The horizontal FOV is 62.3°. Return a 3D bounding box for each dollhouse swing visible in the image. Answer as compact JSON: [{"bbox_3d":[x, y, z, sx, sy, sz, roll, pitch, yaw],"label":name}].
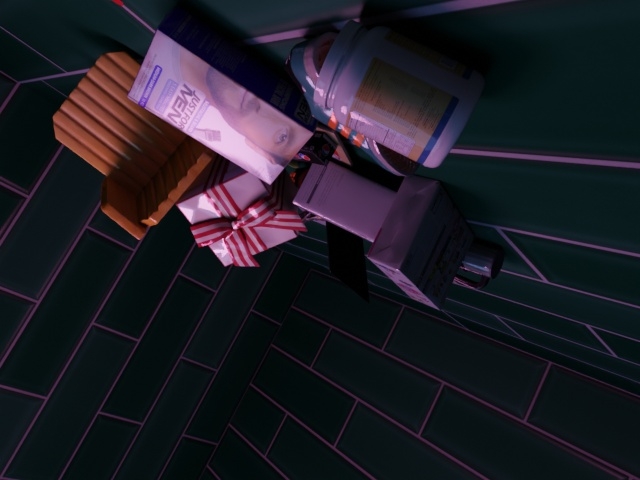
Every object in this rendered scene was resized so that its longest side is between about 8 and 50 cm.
[{"bbox_3d":[-0.477,-0.263,1.325,0.305,0.347,0.315,38,-171,-32],"label":"dollhouse swing"}]

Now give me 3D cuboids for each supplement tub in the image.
[{"bbox_3d":[0.106,-0.204,0.734,0.200,0.144,0.144,28,171,4],"label":"supplement tub"}]

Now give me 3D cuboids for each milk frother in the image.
[{"bbox_3d":[0.430,0.053,1.448,0.135,0.129,0.143,22,-147,35],"label":"milk frother"}]

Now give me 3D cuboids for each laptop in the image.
[{"bbox_3d":[0.000,0.000,1.925,0.408,0.236,0.382,22,169,31],"label":"laptop"}]

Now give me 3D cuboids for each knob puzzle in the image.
[{"bbox_3d":[-0.021,-0.248,1.241,0.213,0.029,0.213,27,172,4],"label":"knob puzzle"}]

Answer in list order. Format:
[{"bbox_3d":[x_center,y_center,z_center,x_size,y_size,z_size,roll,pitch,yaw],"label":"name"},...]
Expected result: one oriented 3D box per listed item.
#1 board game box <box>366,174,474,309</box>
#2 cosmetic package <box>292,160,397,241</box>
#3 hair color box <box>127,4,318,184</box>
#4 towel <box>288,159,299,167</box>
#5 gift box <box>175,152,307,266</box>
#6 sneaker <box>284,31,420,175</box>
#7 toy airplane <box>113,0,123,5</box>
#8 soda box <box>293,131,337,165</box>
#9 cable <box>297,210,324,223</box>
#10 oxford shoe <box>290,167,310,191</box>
[{"bbox_3d":[0.252,0.013,1.278,0.098,0.223,0.303,20,168,37],"label":"board game box"},{"bbox_3d":[0.078,-0.095,1.364,0.225,0.138,0.224,28,-178,10],"label":"cosmetic package"},{"bbox_3d":[-0.188,-0.279,1.065,0.339,0.110,0.185,29,136,-18],"label":"hair color box"},{"bbox_3d":[-0.103,-0.259,1.469,0.102,0.021,0.237,24,171,0],"label":"towel"},{"bbox_3d":[-0.185,-0.093,1.386,0.276,0.255,0.258,53,-159,-29],"label":"gift box"},{"bbox_3d":[0.061,-0.225,0.907,0.302,0.108,0.121,43,165,-32],"label":"sneaker"},{"bbox_3d":[-0.418,-0.500,1.001,0.151,0.028,0.151,29,171,5],"label":"toy airplane"},{"bbox_3d":[-0.045,-0.217,1.211,0.169,0.053,0.060,20,169,44],"label":"soda box"},{"bbox_3d":[-0.026,-0.091,1.577,0.288,0.139,0.072,-13,145,23],"label":"cable"},{"bbox_3d":[-0.063,-0.170,1.617,0.098,0.096,0.271,33,172,8],"label":"oxford shoe"}]
